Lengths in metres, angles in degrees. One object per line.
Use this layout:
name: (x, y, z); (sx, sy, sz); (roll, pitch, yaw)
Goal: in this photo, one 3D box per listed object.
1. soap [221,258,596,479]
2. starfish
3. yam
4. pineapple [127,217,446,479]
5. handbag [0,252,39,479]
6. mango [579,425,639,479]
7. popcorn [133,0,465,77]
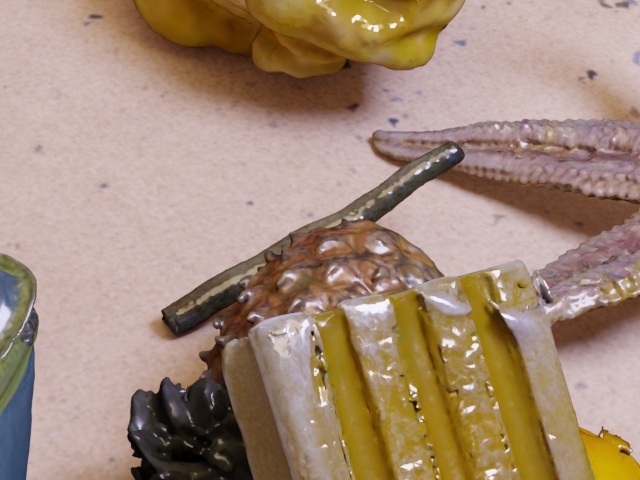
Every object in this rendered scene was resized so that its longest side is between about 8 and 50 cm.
soap: (0.068, 0.161, 0.931); (0.173, 0.089, 0.274); (-12, 81, -25)
starfish: (0.243, -0.058, 1.189); (0.384, 0.132, 0.398); (-19, 54, 0)
yam: (-0.001, -0.001, 1.179); (0.234, 0.027, 0.029); (-31, 23, -10)
pineapple: (-0.031, 0.123, 1.014); (0.170, 0.141, 0.310); (34, 50, 10)
handbag: (-0.280, 0.119, 0.898); (0.263, 0.241, 0.222); (19, 43, 11)
mango: (0.133, 0.151, 1.065); (0.101, 0.066, 0.187); (-33, 50, -26)
popcorn: (0.022, -0.254, 1.344); (0.316, 0.281, 0.297); (9, 55, 46)
